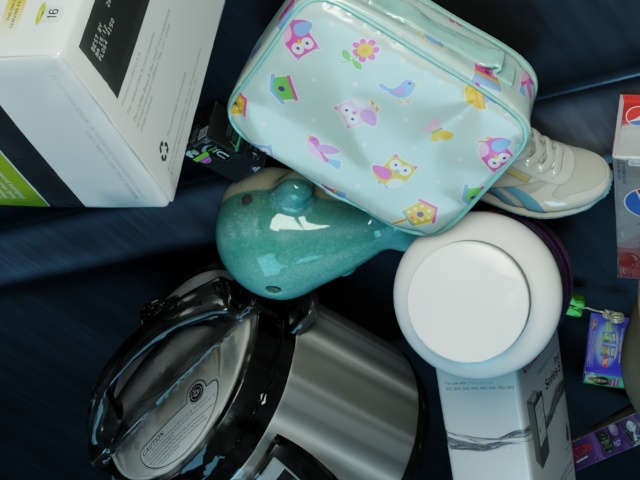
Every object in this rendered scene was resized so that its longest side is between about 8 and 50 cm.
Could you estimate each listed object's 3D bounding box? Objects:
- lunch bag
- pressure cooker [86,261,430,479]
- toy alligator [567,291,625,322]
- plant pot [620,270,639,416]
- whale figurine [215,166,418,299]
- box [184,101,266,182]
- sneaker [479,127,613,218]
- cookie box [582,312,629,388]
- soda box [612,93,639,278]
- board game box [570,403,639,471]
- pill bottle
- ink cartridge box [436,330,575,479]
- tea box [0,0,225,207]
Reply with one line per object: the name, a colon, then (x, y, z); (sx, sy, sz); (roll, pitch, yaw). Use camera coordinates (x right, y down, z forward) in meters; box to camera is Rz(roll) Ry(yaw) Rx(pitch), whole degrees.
lunch bag: (0.070, -0.142, 1.348); (0.279, 0.108, 0.224); (29, 130, -11)
pressure cooker: (-0.108, 0.237, 1.913); (0.420, 0.369, 0.375); (32, 163, -31)
toy alligator: (0.305, 0.070, 1.775); (0.190, 0.056, 0.051); (7, 111, 11)
plant pot: (0.450, 0.103, 1.402); (0.323, 0.323, 0.280); (14, 158, -3)
whale figurine: (0.000, 0.000, 1.666); (0.272, 0.141, 0.216); (0, 149, 21)
box: (-0.110, -0.114, 1.594); (0.083, 0.052, 0.062); (28, 150, -29)
sneaker: (0.209, -0.089, 1.478); (0.229, 0.087, 0.092); (11, 150, -1)
cookie box: (0.413, 0.152, 1.835); (0.107, 0.091, 0.040); (8, 155, 10)
soda box: (0.371, -0.051, 1.483); (0.092, 0.083, 0.263); (4, 152, 16)
board game box: (0.475, 0.234, 1.879); (0.208, 0.056, 0.347); (-18, 166, -30)
pill bottle: (0.185, 0.055, 1.519); (0.182, 0.181, 0.323); (5, -177, 13)
ink cartridge box: (0.253, 0.246, 1.825); (0.115, 0.198, 0.272); (-3, 105, 26)
tea box: (-0.270, -0.221, 1.166); (0.324, 0.329, 0.220); (3, 151, 20)
